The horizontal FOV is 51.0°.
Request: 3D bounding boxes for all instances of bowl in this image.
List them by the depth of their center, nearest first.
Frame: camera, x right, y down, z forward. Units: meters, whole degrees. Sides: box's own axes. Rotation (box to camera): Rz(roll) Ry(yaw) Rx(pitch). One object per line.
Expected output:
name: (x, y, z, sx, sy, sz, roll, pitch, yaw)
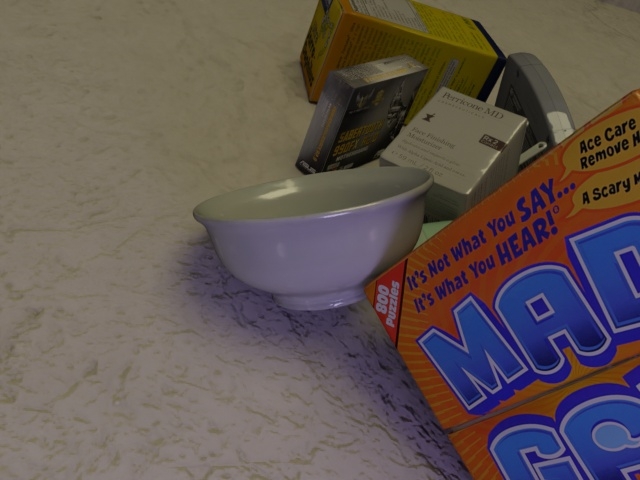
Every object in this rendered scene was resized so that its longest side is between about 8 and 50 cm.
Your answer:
bowl: (0.000, 0.000, 0.834, 0.297, 0.134, 0.298, -9, 14, 2)

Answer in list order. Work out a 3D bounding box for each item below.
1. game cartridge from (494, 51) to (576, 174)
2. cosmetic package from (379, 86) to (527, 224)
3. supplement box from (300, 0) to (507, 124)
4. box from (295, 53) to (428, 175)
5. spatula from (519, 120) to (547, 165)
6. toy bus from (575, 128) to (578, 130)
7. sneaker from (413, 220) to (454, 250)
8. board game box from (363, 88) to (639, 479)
game cartridge: (0.403, -0.205, 1.262, 0.060, 0.196, 0.294, -9, 55, -1)
cosmetic package: (0.203, -0.108, 1.042, 0.151, 0.152, 0.184, 28, 62, 25)
supplement box: (0.160, -0.373, 1.381, 0.356, 0.195, 0.194, 11, 38, -18)
box: (0.073, -0.211, 1.143, 0.056, 0.183, 0.231, 39, 39, 20)
spatula: (0.287, -0.108, 1.139, 0.168, 0.242, 0.019, 57, 3, 41)
toy bus: (0.594, -0.168, 1.424, 0.220, 0.150, 0.211, -3, 28, -34)
sneaker: (0.131, 0.085, 0.904, 0.150, 0.094, 0.256, -1, 52, 11)
board game box: (0.345, 0.077, 0.704, 0.356, 0.356, 0.357, -19, 74, -43)
